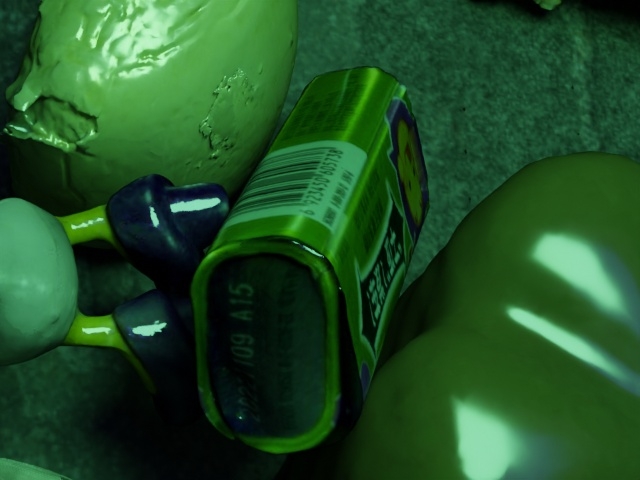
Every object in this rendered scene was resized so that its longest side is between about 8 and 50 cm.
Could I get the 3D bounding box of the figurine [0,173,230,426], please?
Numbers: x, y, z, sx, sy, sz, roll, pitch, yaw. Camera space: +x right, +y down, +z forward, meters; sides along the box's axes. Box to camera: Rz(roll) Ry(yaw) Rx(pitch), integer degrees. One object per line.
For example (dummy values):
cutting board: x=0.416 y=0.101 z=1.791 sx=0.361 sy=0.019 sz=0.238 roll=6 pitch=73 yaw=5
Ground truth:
figurine: x=-0.254 y=0.049 z=1.087 sx=0.420 sy=0.193 sz=0.154 roll=-9 pitch=76 yaw=-7

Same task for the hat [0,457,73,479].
hat: x=-0.227 y=0.255 z=1.066 sx=0.219 sy=0.164 sz=0.226 roll=-22 pitch=112 yaw=-38

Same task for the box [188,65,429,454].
box: x=0.000 y=0.000 z=1.166 sx=0.097 sy=0.134 sz=0.345 roll=-8 pitch=21 yaw=13

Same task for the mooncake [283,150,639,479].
mooncake: x=0.219 y=0.180 z=1.176 sx=0.467 sy=0.262 sz=0.467 roll=8 pitch=63 yaw=-16

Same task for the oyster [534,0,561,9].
oyster: x=0.263 y=-0.280 z=1.538 sx=0.351 sy=0.115 sz=0.238 roll=-27 pitch=84 yaw=-26

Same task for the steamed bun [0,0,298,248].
steamed bun: x=-0.100 y=-0.123 z=1.227 sx=0.166 sy=0.232 sz=0.273 roll=24 pitch=58 yaw=-2
